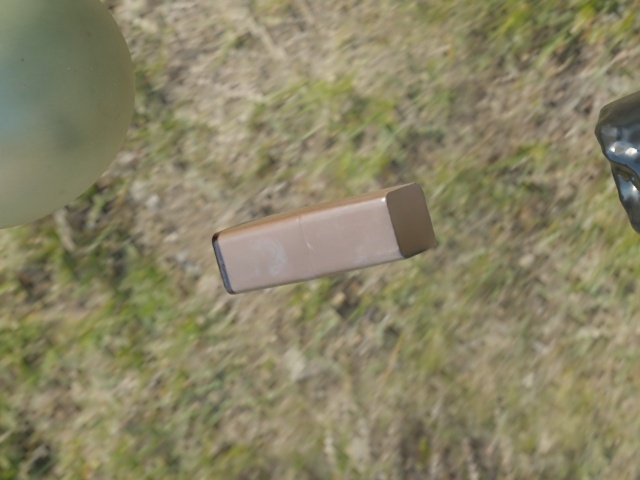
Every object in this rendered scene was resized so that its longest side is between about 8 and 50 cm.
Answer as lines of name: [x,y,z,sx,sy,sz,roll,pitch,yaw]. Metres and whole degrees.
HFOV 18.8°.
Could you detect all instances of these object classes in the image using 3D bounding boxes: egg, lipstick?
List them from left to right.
egg: [-0.231,-0.098,1.270,0.186,0.241,0.186,6,99,43]
lipstick: [0.000,0.000,1.223,0.145,0.045,0.045,-13,94,39]

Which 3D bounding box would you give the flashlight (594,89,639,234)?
flashlight: [0.342,-0.111,1.026,0.424,0.103,0.103,-22,100,-4]
